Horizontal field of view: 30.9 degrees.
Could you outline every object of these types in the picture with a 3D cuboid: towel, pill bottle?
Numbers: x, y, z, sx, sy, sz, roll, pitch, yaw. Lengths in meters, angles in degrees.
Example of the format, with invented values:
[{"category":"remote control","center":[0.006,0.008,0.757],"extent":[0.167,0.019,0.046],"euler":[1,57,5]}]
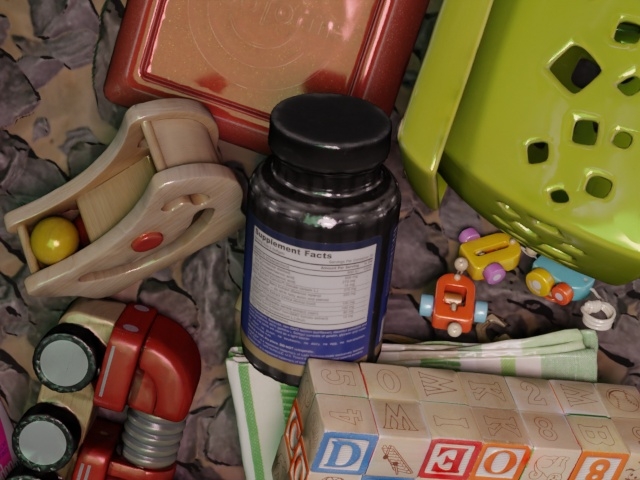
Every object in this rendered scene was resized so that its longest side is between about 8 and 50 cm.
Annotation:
[{"category":"towel","center":[0.088,0.189,1.061],"extent":[0.324,0.038,0.248],"euler":[-3,120,5]},{"category":"pill bottle","center":[0.000,0.000,0.929],"extent":[0.122,0.123,0.219],"euler":[8,121,4]}]

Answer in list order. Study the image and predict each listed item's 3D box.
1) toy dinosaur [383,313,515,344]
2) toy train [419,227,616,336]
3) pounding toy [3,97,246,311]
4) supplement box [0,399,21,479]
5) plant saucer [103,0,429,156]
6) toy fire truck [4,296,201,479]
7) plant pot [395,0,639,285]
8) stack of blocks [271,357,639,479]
[{"category":"toy dinosaur","center":[0.145,0.117,1.058],"extent":[0.183,0.053,0.093],"euler":[34,105,-3]},{"category":"toy train","center":[0.168,0.049,1.016],"extent":[0.166,0.125,0.046],"euler":[4,136,0]},{"category":"pounding toy","center":[-0.130,-0.012,0.978],"extent":[0.269,0.154,0.155],"euler":[-27,70,12]},{"category":"supplement box","center":[-0.351,0.230,1.104],"extent":[0.114,0.111,0.220],"euler":[-19,101,9]},{"category":"plant saucer","center":[-0.043,-0.202,1.006],"extent":[0.258,0.048,0.259],"euler":[19,103,1]},{"category":"toy fire truck","center":[-0.150,0.189,1.057],"extent":[0.246,0.158,0.217],"euler":[17,104,-3]},{"category":"plant pot","center":[0.182,-0.105,0.899],"extent":[0.207,0.227,0.228],"euler":[18,86,8]},{"category":"stack of blocks","center":[0.115,0.200,0.958],"extent":[0.297,0.087,0.171],"euler":[7,123,-16]}]
